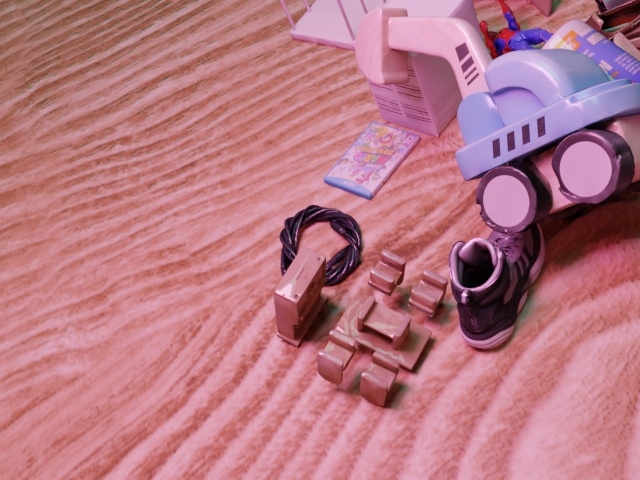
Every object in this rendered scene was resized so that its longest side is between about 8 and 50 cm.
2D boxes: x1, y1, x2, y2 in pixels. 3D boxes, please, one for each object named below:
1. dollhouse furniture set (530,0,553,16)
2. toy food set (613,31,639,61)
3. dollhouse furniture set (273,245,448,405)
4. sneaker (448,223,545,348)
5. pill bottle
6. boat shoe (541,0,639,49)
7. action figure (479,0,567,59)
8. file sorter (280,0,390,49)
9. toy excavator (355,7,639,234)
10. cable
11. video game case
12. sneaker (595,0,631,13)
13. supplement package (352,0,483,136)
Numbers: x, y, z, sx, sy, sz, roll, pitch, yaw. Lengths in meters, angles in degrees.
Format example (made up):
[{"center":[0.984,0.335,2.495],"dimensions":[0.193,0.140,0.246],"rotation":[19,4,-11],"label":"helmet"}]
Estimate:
[{"center":[0.498,-0.565,1.970],"dimensions":[0.151,0.144,0.123],"rotation":[-20,49,-12],"label":"dollhouse furniture set"},{"center":[0.497,-0.253,1.738],"dimensions":[0.218,0.071,0.128],"rotation":[-41,72,-9],"label":"toy food set"},{"center":[0.055,0.134,1.581],"dimensions":[0.242,0.161,0.212],"rotation":[26,64,14],"label":"dollhouse furniture set"},{"center":[0.279,0.026,1.527],"dimensions":[0.101,0.153,0.269],"rotation":[7,55,29],"label":"sneaker"},{"center":[0.485,-0.231,1.612],"dimensions":[0.272,0.152,0.152],"rotation":[41,74,17],"label":"pill bottle"},{"center":[0.515,-0.390,1.822],"dimensions":[0.257,0.095,0.095],"rotation":[-23,45,5],"label":"boat shoe"},{"center":[0.364,-0.404,1.834],"dimensions":[0.091,0.139,0.280],"rotation":[-43,19,-5],"label":"action figure"},{"center":[0.055,-0.590,2.159],"dimensions":[0.192,0.173,0.278],"rotation":[18,61,36],"label":"file sorter"},{"center":[0.290,-0.233,1.555],"dimensions":[0.433,0.222,0.445],"rotation":[-24,82,43],"label":"toy excavator"},{"center":[0.000,0.000,1.755],"dimensions":[0.150,0.047,0.184],"rotation":[-11,47,16],"label":"cable"},{"center":[0.098,-0.156,1.868],"dimensions":[0.119,0.015,0.166],"rotation":[23,64,38],"label":"video game case"},{"center":[0.583,-0.530,1.922],"dimensions":[0.118,0.083,0.222],"rotation":[-20,47,9],"label":"sneaker"},{"center":[0.198,-0.349,1.859],"dimensions":[0.149,0.203,0.194],"rotation":[23,63,37],"label":"supplement package"}]
